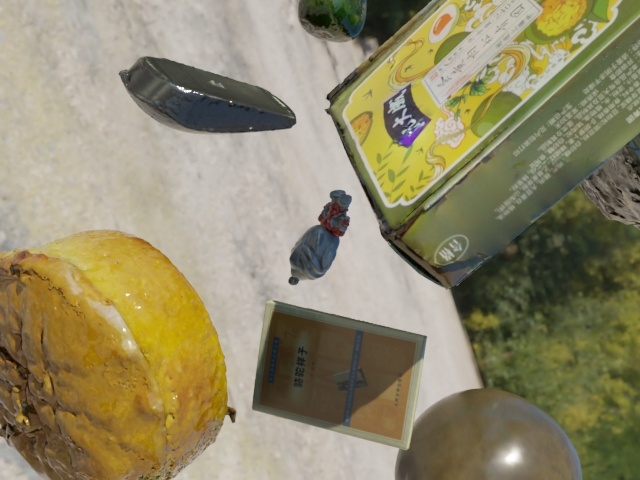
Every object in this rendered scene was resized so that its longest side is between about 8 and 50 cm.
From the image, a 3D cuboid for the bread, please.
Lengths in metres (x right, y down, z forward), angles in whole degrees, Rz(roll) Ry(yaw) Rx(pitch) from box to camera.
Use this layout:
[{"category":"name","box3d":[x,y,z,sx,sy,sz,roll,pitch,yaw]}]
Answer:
[{"category":"bread","box3d":[-0.310,0.163,1.428,0.215,0.398,0.398,-25,99,-41]}]

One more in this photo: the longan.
[{"category":"longan","box3d":[0.285,0.397,1.801,0.319,0.319,0.318,-18,90,-81]}]

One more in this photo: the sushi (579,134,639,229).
[{"category":"sushi","box3d":[0.534,-0.165,1.607,0.299,0.281,0.294,42,-8,6]}]

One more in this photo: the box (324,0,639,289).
[{"category":"box","box3d":[0.225,-0.196,1.360,0.138,0.420,0.373,39,17,-31]}]

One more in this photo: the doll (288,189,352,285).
[{"category":"doll","box3d":[0.000,0.000,1.753,0.079,0.180,0.094,19,16,-41]}]

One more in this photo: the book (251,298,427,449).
[{"category":"book","box3d":[0.023,0.190,1.526,0.018,0.242,0.170,-15,115,-69]}]

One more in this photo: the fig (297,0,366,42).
[{"category":"fig","box3d":[0.027,-0.422,1.787,0.117,0.117,0.177,17,89,-79]}]

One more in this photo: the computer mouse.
[{"category":"computer mouse","box3d":[-0.184,-0.218,1.730,0.168,0.295,0.087,48,-58,53]}]
